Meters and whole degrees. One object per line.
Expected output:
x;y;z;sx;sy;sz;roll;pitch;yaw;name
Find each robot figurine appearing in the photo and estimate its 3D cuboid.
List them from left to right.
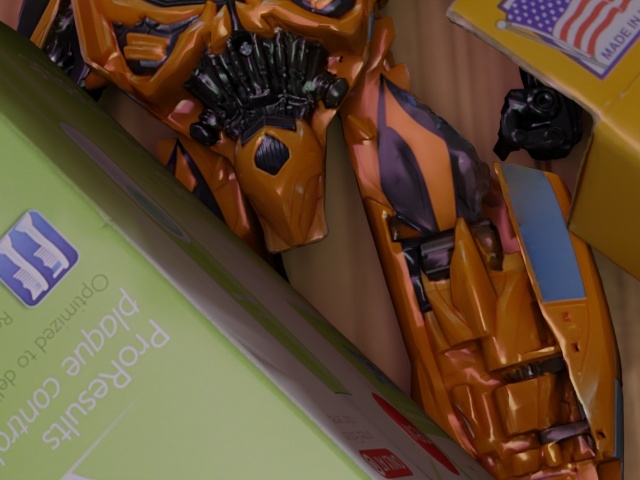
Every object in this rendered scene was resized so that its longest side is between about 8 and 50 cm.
0.000;0.000;0.649;0.211;0.085;0.291;-17;79;9;robot figurine

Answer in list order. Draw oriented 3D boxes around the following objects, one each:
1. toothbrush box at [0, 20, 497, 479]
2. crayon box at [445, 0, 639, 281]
-0.052;0.058;0.505;0.283;0.206;0.122;44;93;14;toothbrush box
0.222;-0.028;0.574;0.323;0.083;0.203;37;73;14;crayon box
